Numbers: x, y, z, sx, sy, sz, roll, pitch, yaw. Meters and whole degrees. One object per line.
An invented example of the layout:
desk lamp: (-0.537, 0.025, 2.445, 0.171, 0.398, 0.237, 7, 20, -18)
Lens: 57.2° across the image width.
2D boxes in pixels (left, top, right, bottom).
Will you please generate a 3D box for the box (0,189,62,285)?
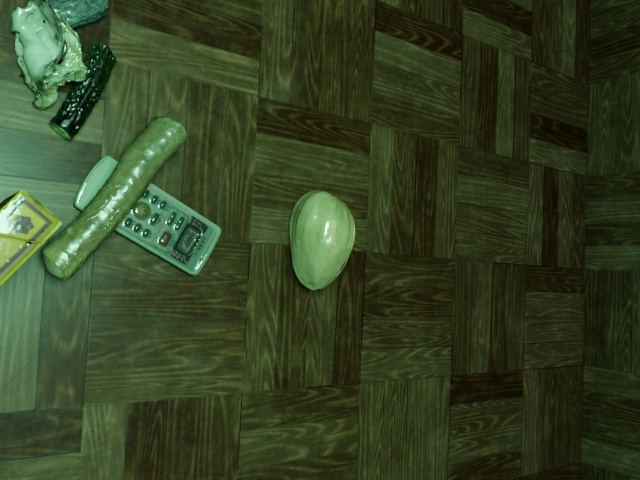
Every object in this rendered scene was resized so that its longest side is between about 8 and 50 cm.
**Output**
box: (-0.559, 0.058, 0.914, 0.084, 0.193, 0.301, 49, 64, -25)

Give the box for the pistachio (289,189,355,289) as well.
pistachio: (0.000, 0.000, 1.342, 0.157, 0.157, 0.229, 5, 92, -35)

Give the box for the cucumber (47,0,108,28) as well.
cucumber: (-0.451, -0.429, 1.083, 0.112, 0.064, 0.064, -35, 108, -30)

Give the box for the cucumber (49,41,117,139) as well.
cucumber: (-0.439, -0.276, 1.092, 0.058, 0.058, 0.187, 29, 73, -31)

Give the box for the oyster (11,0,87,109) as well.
oyster: (-0.481, -0.327, 1.037, 0.191, 0.163, 0.081, -59, 165, 20)

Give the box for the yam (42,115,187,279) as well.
yam: (-0.378, -0.085, 1.081, 0.081, 0.081, 0.357, 44, 69, -26)

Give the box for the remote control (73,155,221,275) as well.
remote control: (-0.337, -0.045, 1.166, 0.285, 0.038, 0.123, 38, 69, -28)
